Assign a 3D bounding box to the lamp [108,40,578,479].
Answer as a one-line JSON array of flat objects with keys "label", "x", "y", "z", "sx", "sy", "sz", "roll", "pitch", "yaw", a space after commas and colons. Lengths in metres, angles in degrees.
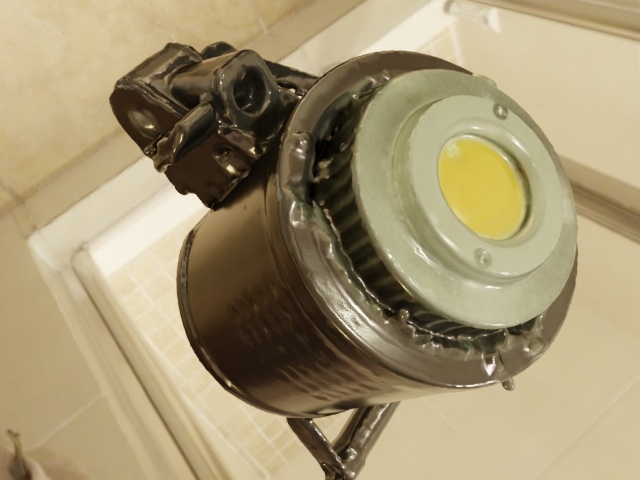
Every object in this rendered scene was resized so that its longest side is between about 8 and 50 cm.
[{"label": "lamp", "x": 0.037, "y": 0.017, "z": 0.465, "sx": 0.205, "sy": 0.272, "sz": 0.374, "roll": -50, "pitch": 118, "yaw": -30}]
